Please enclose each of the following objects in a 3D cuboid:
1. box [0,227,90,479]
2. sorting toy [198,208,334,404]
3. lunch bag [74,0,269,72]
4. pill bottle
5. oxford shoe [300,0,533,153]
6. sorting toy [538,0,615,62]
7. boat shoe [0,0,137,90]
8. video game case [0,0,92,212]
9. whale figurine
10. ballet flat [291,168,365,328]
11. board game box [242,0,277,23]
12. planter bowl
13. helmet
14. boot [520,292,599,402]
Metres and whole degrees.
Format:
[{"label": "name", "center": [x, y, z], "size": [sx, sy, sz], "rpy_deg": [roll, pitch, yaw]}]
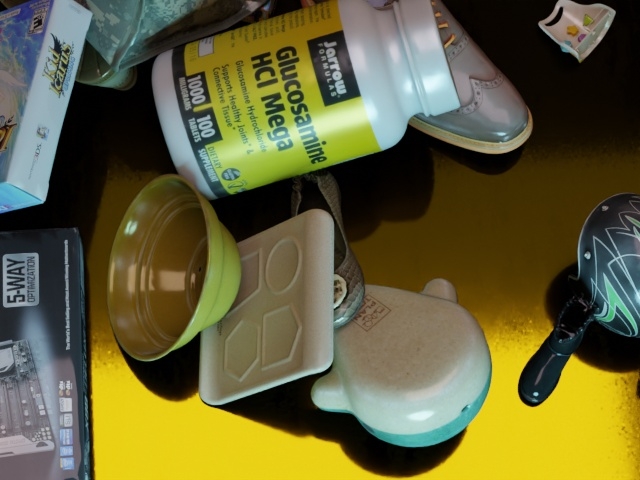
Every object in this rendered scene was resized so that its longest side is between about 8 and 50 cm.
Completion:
[{"label": "box", "center": [-0.390, 0.144, 1.787], "size": [0.242, 0.076, 0.307], "rpy_deg": [-3, 69, -4]}, {"label": "sorting toy", "center": [-0.059, 0.080, 1.794], "size": [0.038, 0.208, 0.193], "rpy_deg": [19, 62, -40]}, {"label": "lunch bag", "center": [-0.196, -0.365, 1.886], "size": [0.235, 0.169, 0.287], "rpy_deg": [46, 46, 15]}, {"label": "pill bottle", "center": [-0.014, -0.177, 1.834], "size": [0.334, 0.188, 0.188], "rpy_deg": [-17, 70, 7]}, {"label": "oxford shoe", "center": [0.116, -0.246, 1.936], "size": [0.364, 0.133, 0.130], "rpy_deg": [39, 71, 11]}, {"label": "sorting toy", "center": [0.324, -0.276, 2.012], "size": [0.075, 0.045, 0.083], "rpy_deg": [37, 72, 18]}, {"label": "boat shoe", "center": [-0.330, -0.299, 1.968], "size": [0.104, 0.089, 0.285], "rpy_deg": [-36, 71, 11]}, {"label": "video game case", "center": [-0.397, -0.144, 1.818], "size": [0.269, 0.061, 0.244], "rpy_deg": [-11, 61, 41]}, {"label": "whale figurine", "center": [0.077, 0.131, 1.809], "size": [0.216, 0.141, 0.272], "rpy_deg": [-42, 52, -17]}, {"label": "ballet flat", "center": [0.000, 0.000, 1.825], "size": [0.084, 0.058, 0.250], "rpy_deg": [-20, 44, 13]}, {"label": "board game box", "center": [-0.112, -0.373, 2.019], "size": [0.141, 0.048, 0.170], "rpy_deg": [15, 69, 5]}, {"label": "planter bowl", "center": [-0.155, 0.037, 1.811], "size": [0.090, 0.217, 0.217], "rpy_deg": [12, 63, -38]}, {"label": "helmet", "center": [0.379, 0.030, 1.829], "size": [0.169, 0.161, 0.169], "rpy_deg": [1, 69, -3]}, {"label": "boot", "center": [0.278, 0.125, 1.820], "size": [0.045, 0.099, 0.121], "rpy_deg": [33, 70, 11]}]
